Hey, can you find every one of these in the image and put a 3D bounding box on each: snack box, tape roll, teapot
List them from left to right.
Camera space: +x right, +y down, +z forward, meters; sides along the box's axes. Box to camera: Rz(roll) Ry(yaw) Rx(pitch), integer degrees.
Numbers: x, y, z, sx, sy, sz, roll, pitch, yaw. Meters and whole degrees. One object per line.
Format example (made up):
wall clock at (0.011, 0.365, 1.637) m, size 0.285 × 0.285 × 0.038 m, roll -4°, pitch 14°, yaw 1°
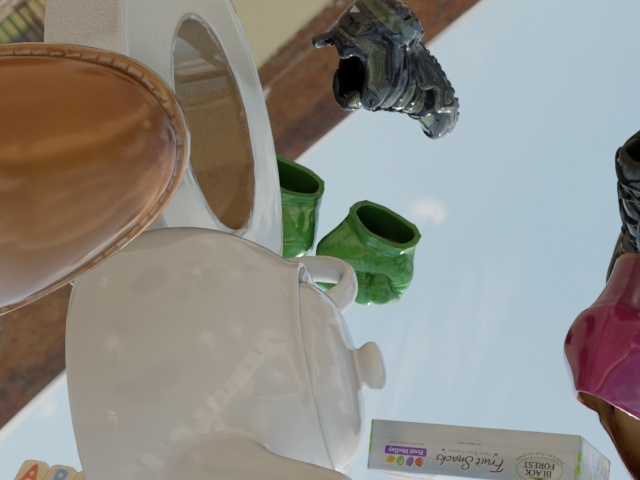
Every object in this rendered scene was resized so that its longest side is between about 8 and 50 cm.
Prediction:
tape roll at (-0.126, -0.096, 1.032) m, size 0.072 × 0.392 × 0.392 m, roll -11°, pitch -158°, yaw 13°
teapot at (-0.048, 0.097, 0.773) m, size 0.187 × 0.256 × 0.252 m, roll -12°, pitch 158°, yaw 5°
snack box at (0.114, 0.150, 0.761) m, size 0.141 × 0.100 × 0.037 m, roll 0°, pitch -107°, yaw 25°

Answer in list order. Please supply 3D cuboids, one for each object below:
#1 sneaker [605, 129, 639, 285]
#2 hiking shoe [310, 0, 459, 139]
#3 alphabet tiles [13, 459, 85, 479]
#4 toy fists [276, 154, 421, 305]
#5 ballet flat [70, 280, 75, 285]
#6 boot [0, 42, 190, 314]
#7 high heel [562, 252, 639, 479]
sneaker at (0.331, -0.048, 1.098) m, size 0.109 × 0.130 × 0.286 m, roll -119°, pitch -143°, yaw -46°
hiking shoe at (0.068, -0.174, 1.207) m, size 0.114 × 0.227 × 0.086 m, roll -33°, pitch -132°, yaw 5°
alphabet tiles at (-0.457, 0.469, 1.754) m, size 0.284 × 0.021 × 0.278 m, roll 4°, pitch -129°, yaw 27°
toy fists at (0.000, 0.000, 1.587) m, size 0.096 × 0.279 × 0.142 m, roll -56°, pitch 169°, yaw -49°
ballet flat at (-0.277, -0.053, 1.466) m, size 0.248 × 0.086 × 0.086 m, roll -61°, pitch -176°, yaw 26°
boot at (-0.172, 0.003, 0.335) m, size 0.284 × 0.109 × 0.220 m, roll -9°, pitch -170°, yaw -9°
high heel at (0.315, 0.206, 1.121) m, size 0.127 × 0.377 × 0.181 m, roll -2°, pitch -143°, yaw 37°
